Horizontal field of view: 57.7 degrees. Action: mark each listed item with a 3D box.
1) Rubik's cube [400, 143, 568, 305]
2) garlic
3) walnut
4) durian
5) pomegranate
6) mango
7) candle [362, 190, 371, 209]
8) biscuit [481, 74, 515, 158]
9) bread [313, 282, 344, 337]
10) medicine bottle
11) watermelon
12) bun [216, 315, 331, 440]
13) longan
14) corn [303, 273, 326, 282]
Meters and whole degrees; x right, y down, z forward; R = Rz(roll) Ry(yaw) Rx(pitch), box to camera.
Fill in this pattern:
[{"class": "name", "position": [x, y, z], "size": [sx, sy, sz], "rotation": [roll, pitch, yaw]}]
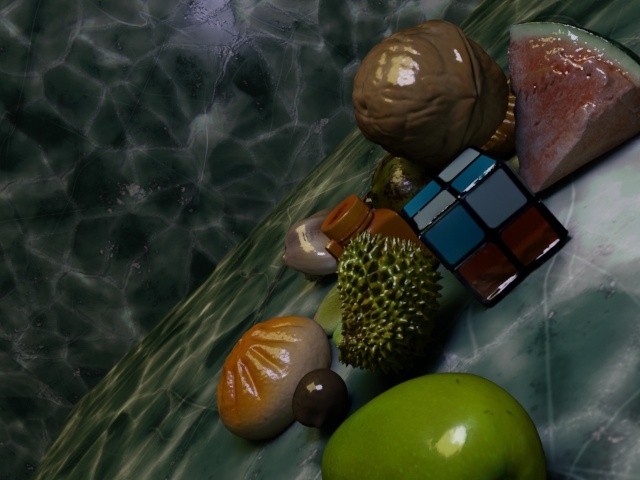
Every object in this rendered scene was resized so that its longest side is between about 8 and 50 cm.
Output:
[{"class": "Rubik's cube", "position": [0.265, -0.030, 0.972], "size": [0.183, 0.180, 0.167], "rotation": [-45, 13, 9]}, {"class": "garlic", "position": [0.000, 0.000, 1.608], "size": [0.227, 0.110, 0.217], "rotation": [-25, 47, -11]}, {"class": "walnut", "position": [0.203, -0.270, 1.093], "size": [0.252, 0.277, 0.313], "rotation": [-58, 24, 5]}, {"class": "durian", "position": [0.112, 0.104, 0.970], "size": [0.200, 0.176, 0.237], "rotation": [8, -92, -85]}, {"class": "pomegranate", "position": [0.236, -0.126, 1.255], "size": [0.276, 0.203, 0.222], "rotation": [-37, 44, 44]}, {"class": "mango", "position": [0.109, 0.253, 0.678], "size": [0.343, 0.156, 0.192], "rotation": [-28, 22, 54]}, {"class": "candle", "position": [0.133, -0.088, 1.806], "size": [0.162, 0.048, 0.053], "rotation": [-55, -18, -31]}, {"class": "biscuit", "position": [0.428, -0.297, 1.426], "size": [0.326, 0.107, 0.326], "rotation": [-45, 11, 11]}, {"class": "bread", "position": [0.060, 0.138, 1.387], "size": [0.228, 0.033, 0.228], "rotation": [-44, 14, 14]}, {"class": "medicine bottle", "position": [0.113, 0.018, 1.180], "size": [0.149, 0.222, 0.112], "rotation": [-51, 15, -19]}, {"class": "watermelon", "position": [0.486, -0.233, 1.063], "size": [0.283, 0.250, 0.293], "rotation": [45, 134, 52]}, {"class": "bun", "position": [-0.119, 0.272, 1.259], "size": [0.299, 0.165, 0.299], "rotation": [-41, 16, 14]}, {"class": "longan", "position": [-0.002, 0.284, 1.036], "size": [0.113, 0.092, 0.113], "rotation": [-33, 29, 21]}, {"class": "corn", "position": [0.018, 0.030, 1.702], "size": [0.211, 0.087, 0.087], "rotation": [-54, 16, -27]}]
